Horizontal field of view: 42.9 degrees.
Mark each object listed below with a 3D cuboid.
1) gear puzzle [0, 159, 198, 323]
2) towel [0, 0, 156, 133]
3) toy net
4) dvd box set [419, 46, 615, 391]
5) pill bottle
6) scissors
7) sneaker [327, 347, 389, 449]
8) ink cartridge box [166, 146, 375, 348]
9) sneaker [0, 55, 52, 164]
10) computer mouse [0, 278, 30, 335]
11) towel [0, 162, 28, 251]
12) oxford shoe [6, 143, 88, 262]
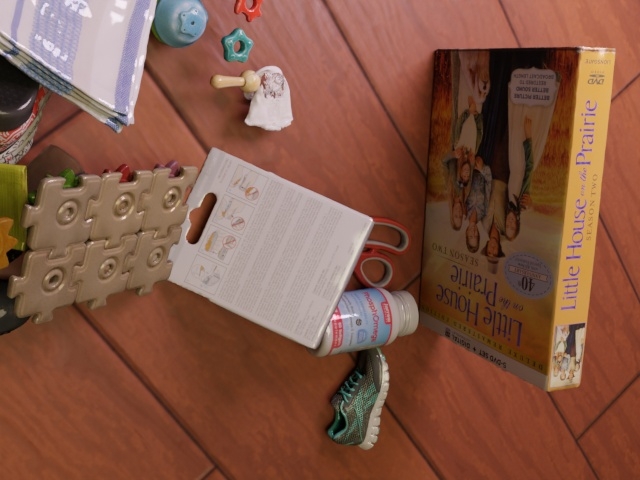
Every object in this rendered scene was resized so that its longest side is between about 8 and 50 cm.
[{"bbox_3d":[-0.274,-0.001,0.890,0.339,0.044,0.175,-14,127,-58],"label":"gear puzzle"},{"bbox_3d":[-0.277,-0.259,0.799,0.285,0.034,0.209,35,51,-45],"label":"towel"},{"bbox_3d":[-0.101,-0.233,1.007,0.122,0.045,0.232,-51,133,-9],"label":"toy net"},{"bbox_3d":[0.246,-0.047,1.103,0.062,0.307,0.420,-3,104,-25],"label":"dvd box set"},{"bbox_3d":[0.056,0.113,1.161,0.160,0.087,0.087,-6,104,-27],"label":"pill bottle"},{"bbox_3d":[0.000,0.000,1.148,0.297,0.021,0.109,14,97,-29],"label":"scissors"},{"bbox_3d":[0.053,0.232,1.204,0.076,0.065,0.166,4,98,-25],"label":"sneaker"},{"bbox_3d":[-0.070,0.009,1.070,0.232,0.066,0.189,25,88,6],"label":"ink cartridge box"},{"bbox_3d":[-0.323,-0.196,0.887,0.090,0.145,0.270,25,52,-18],"label":"sneaker"},{"bbox_3d":[-0.444,0.107,0.918,0.242,0.041,0.071,-23,112,-21],"label":"computer mouse"},{"bbox_3d":[-0.423,-0.044,0.835,0.237,0.021,0.102,6,122,-5],"label":"towel"},{"bbox_3d":[-0.369,-0.024,0.919,0.227,0.083,0.096,-40,92,-11],"label":"oxford shoe"}]
